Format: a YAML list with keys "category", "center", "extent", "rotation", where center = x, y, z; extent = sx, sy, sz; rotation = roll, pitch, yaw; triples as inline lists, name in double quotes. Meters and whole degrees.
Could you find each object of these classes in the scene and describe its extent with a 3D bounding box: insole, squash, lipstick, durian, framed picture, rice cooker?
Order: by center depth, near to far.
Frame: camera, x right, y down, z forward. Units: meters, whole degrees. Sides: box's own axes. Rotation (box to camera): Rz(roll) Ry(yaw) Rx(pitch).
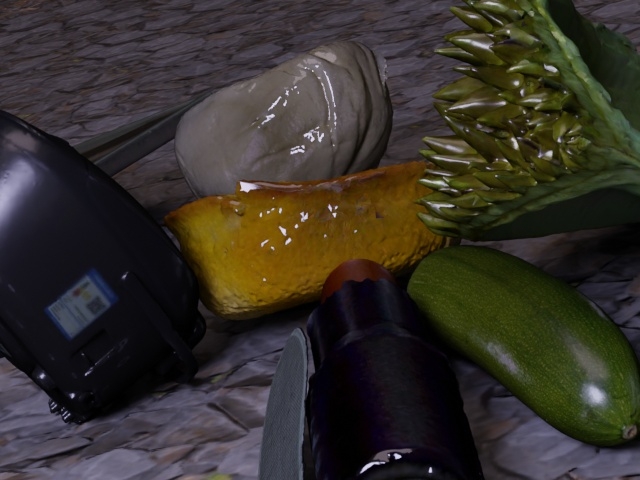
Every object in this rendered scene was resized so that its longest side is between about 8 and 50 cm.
- category: "insole"
  center: [-0.019, 0.114, 0.870]
  extent: [0.003, 0.080, 0.232]
  rotation: [17, 23, -9]
- category: "lipstick"
  center: [0.032, 0.079, 0.911]
  extent: [0.081, 0.081, 0.299]
  rotation: [-13, 18, 2]
- category: "squash"
  center: [0.106, 0.046, 0.972]
  extent: [0.069, 0.069, 0.258]
  rotation: [-19, 20, -15]
- category: "durian"
  center: [0.180, -0.074, 1.050]
  extent: [0.198, 0.163, 0.394]
  rotation: [2, -2, 31]
- category: "rice cooker"
  center: [-0.155, 0.017, 1.061]
  extent: [0.118, 0.203, 0.142]
  rotation: [-45, 28, -16]
- category: "framed picture"
  center: [-0.258, -0.028, 1.406]
  extent: [0.324, 0.020, 0.240]
  rotation: [-17, 13, 36]

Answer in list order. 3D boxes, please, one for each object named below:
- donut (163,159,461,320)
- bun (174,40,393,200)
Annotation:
- category: "donut"
  center: [0.001, 0.001, 1.120]
  extent: [0.190, 0.074, 0.174]
  rotation: [-10, -6, -20]
- category: "bun"
  center: [-0.018, -0.070, 1.325]
  extent: [0.167, 0.113, 0.173]
  rotation: [-22, -5, -24]
